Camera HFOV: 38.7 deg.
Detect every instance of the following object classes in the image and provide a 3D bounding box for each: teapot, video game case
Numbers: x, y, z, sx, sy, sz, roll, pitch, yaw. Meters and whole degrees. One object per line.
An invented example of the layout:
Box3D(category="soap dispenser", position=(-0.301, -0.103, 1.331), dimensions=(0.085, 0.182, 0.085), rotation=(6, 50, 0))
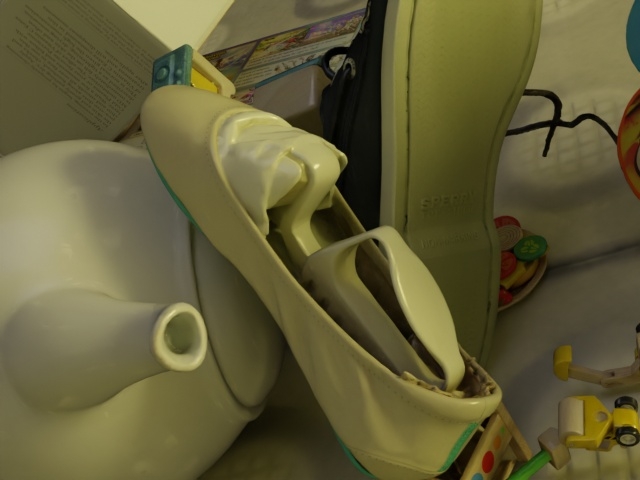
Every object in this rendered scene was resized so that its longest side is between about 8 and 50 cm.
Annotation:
Box3D(category="teapot", position=(-0.101, 0.044, 0.572), dimensions=(0.187, 0.252, 0.256), rotation=(-13, 47, 8))
Box3D(category="video game case", position=(-0.082, -0.111, 0.899), dimensions=(0.270, 0.061, 0.244), rotation=(-7, 42, 34))

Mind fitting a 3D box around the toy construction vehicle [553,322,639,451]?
Box3D(category="toy construction vehicle", position=(0.168, 0.082, 0.453), dimensions=(0.098, 0.035, 0.086), rotation=(-5, 39, 13))

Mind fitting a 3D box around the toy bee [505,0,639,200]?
Box3D(category="toy bee", position=(0.239, -0.068, 0.508), dimensions=(0.195, 0.298, 0.162), rotation=(-3, 67, -18))

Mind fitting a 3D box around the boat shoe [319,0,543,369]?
Box3D(category="boat shoe", position=(0.048, -0.070, 0.538), dimensions=(0.127, 0.340, 0.113), rotation=(-7, 13, -42))

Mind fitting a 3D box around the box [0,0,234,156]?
Box3D(category="box", position=(-0.234, -0.228, 0.974), dimensions=(0.345, 0.168, 0.215), rotation=(-28, 28, 50))

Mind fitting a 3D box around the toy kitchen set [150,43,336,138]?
Box3D(category="toy kitchen set", position=(-0.056, -0.107, 0.695), dimensions=(0.207, 0.122, 0.166), rotation=(-17, 59, 29))

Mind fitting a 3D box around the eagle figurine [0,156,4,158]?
Box3D(category="eagle figurine", position=(-0.306, 0.106, 0.701), dimensions=(0.226, 0.225, 0.298), rotation=(-24, 43, 32))

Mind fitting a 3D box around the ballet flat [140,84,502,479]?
Box3D(category="ballet flat", position=(0.000, 0.000, 0.450), dimensions=(0.086, 0.248, 0.086), rotation=(-34, -12, -9))

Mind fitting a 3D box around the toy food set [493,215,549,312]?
Box3D(category="toy food set", position=(0.110, 0.017, 0.604), dimensions=(0.082, 0.020, 0.083), rotation=(-42, 33, -13))

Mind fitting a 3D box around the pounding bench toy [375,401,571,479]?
Box3D(category="pounding bench toy", position=(0.079, 0.120, 0.466), dimensions=(0.083, 0.052, 0.065), rotation=(3, 47, 42))
